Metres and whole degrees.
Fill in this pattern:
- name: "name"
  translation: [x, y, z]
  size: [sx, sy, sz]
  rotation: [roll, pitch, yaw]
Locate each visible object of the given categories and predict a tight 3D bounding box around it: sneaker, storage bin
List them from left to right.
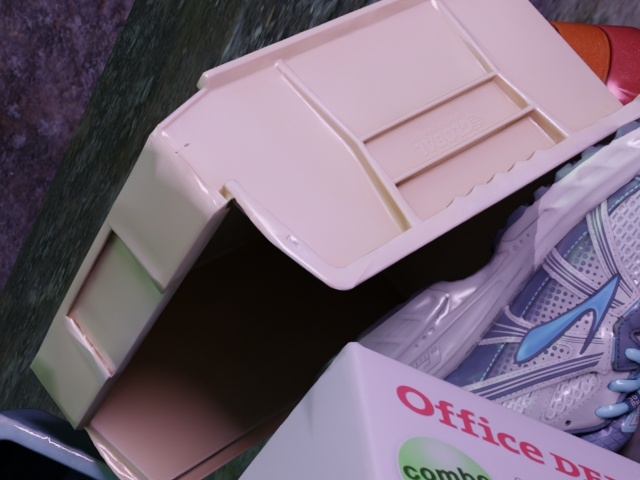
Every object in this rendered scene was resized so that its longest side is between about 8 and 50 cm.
- name: "storage bin"
  translation: [0.000, 0.000, 0.720]
  size: [0.260, 0.123, 0.262]
  rotation: [-29, -14, -37]
- name: "sneaker"
  translation: [0.135, 0.042, 0.670]
  size: [0.283, 0.122, 0.110]
  rotation: [-41, -15, 12]

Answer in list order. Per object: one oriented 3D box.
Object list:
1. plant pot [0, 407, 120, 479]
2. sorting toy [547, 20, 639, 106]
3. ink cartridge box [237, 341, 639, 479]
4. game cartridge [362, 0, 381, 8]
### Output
- name: "plant pot"
  translation: [-0.149, 0.256, 0.889]
  size: [0.252, 0.247, 0.247]
  rotation: [-161, 96, -86]
- name: "sorting toy"
  translation: [0.054, -0.052, 0.890]
  size: [0.365, 0.126, 0.127]
  rotation: [-37, 35, 47]
- name: "ink cartridge box"
  translation: [0.055, 0.220, 0.506]
  size: [0.197, 0.198, 0.270]
  rotation: [-54, 25, 26]
- name: "game cartridge"
  translation: [0.052, -0.144, 1.033]
  size: [0.294, 0.060, 0.196]
  rotation: [-36, 27, 54]
